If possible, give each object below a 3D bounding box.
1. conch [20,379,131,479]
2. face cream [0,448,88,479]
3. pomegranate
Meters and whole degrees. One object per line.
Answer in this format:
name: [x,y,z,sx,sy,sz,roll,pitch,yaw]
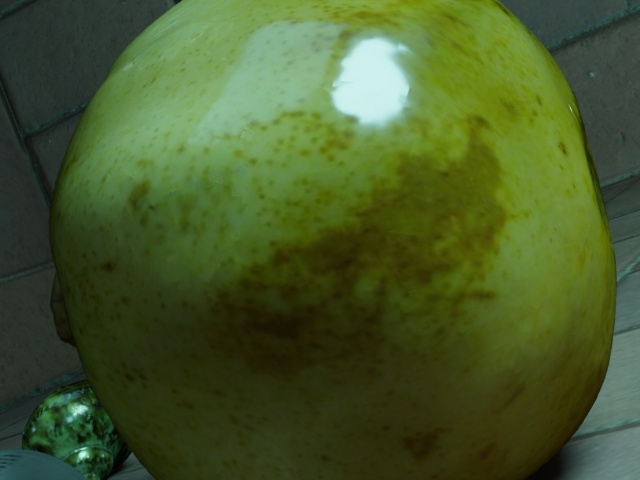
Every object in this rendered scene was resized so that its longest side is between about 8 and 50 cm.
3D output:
conch: [-0.300,0.247,1.527,0.187,0.124,0.181,-47,3,20]
face cream: [-0.251,0.244,0.735,0.145,0.145,0.370,-21,4,14]
pomegranate: [0.000,0.000,0.849,0.417,0.416,0.416,-22,2,1]
